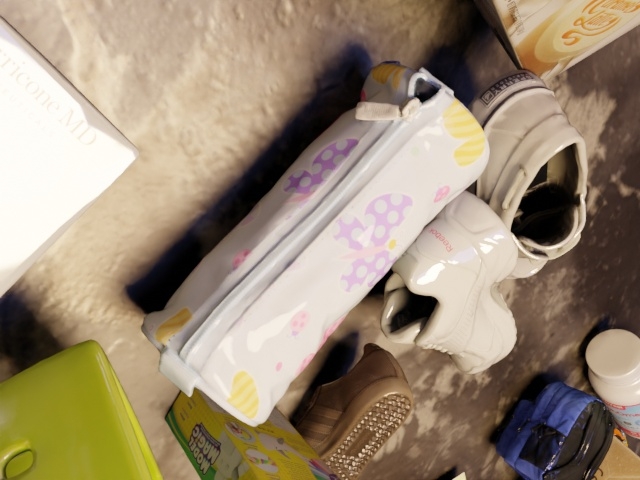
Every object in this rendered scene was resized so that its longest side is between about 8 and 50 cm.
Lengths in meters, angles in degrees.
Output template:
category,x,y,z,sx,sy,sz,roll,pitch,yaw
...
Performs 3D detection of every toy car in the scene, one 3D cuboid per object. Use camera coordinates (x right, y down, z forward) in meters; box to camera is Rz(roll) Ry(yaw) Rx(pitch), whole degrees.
category,x,y,z,sx,sy,sz,roll,pitch,yaw
toy car,0.384,0.268,0.927,0.122,0.060,0.041,41,39,-54

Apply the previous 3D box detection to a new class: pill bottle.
category,x,y,z,sx,sy,sz,roll,pitch,yaw
pill bottle,0.389,0.178,0.848,0.087,0.087,0.160,-49,127,-7

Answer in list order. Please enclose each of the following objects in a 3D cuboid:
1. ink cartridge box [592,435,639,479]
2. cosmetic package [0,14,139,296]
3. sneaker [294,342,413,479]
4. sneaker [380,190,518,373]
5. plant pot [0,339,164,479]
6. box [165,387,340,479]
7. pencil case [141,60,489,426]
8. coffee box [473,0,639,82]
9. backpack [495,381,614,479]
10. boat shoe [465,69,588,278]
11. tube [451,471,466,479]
category,x,y,z,sx,sy,sz,roll,pitch,yaw
ink cartridge box,0.318,0.370,0.845,0.235,0.088,0.193,-46,140,-4
cosmetic package,-0.223,-0.011,0.358,0.231,0.085,0.117,-48,128,-7
sneaker,0.010,0.172,0.608,0.066,0.071,0.188,31,112,-30
sneaker,0.103,0.059,0.597,0.115,0.090,0.232,-32,140,-10
plant pot,-0.167,0.230,0.377,0.207,0.227,0.228,-21,145,-18
box,-0.034,0.177,0.502,0.105,0.179,0.043,29,91,-38
pencil case,0.000,0.000,0.486,0.113,0.124,0.273,42,84,-2
coffee box,0.156,-0.204,0.428,0.141,0.098,0.246,-32,164,18
backpack,0.268,0.222,0.775,0.120,0.101,0.098,-53,130,-9
boat shoe,0.181,-0.025,0.575,0.096,0.088,0.268,-27,146,-5
tube,0.145,0.384,0.792,0.070,0.062,0.240,-56,140,-59
